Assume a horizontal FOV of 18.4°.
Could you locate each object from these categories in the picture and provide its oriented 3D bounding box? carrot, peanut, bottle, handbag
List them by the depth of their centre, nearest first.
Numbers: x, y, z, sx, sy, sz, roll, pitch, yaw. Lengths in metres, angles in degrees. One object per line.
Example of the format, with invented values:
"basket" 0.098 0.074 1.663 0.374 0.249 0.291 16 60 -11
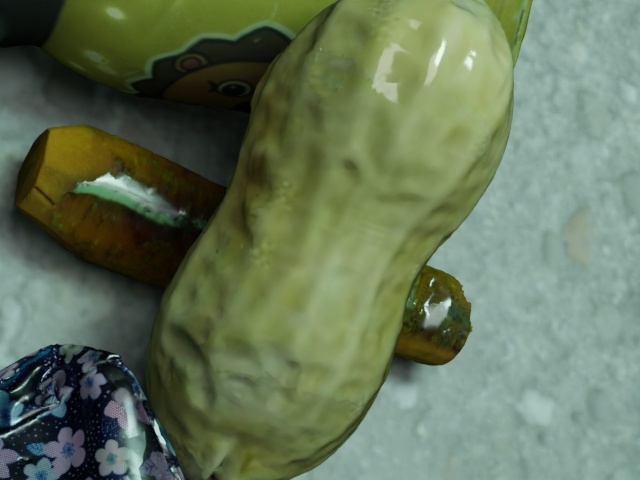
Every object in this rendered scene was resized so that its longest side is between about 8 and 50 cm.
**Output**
"handbag" -0.151 0.180 0.947 0.207 0.127 0.229 -21 87 -17
"peanut" 0.000 0.000 0.985 0.130 0.130 0.290 24 104 -14
"bottle" -0.076 -0.155 1.054 0.351 0.171 0.172 7 73 -18
"carrot" -0.038 0.006 1.077 0.260 0.070 0.070 20 69 -17
